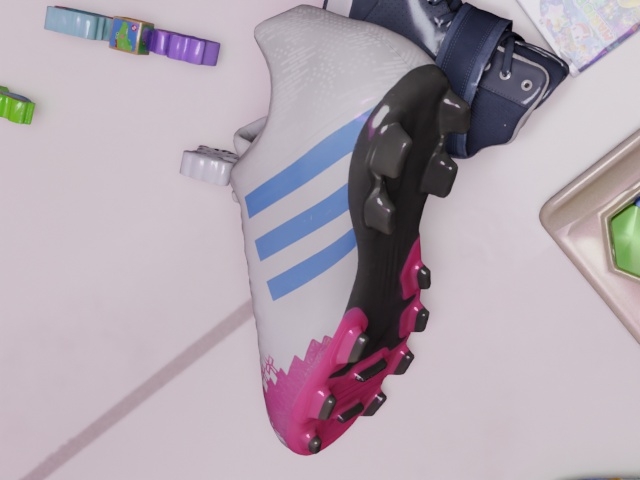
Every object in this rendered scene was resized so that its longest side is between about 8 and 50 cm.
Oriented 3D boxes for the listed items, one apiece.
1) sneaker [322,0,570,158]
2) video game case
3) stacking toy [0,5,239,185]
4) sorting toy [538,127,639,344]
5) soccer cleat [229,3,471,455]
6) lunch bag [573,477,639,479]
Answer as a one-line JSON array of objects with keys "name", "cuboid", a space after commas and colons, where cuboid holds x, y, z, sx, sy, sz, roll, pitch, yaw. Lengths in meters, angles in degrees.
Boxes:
[{"name": "sneaker", "cuboid": [0.086, -0.162, 0.621, 0.163, 0.086, 0.226, 19, 116, 19]}, {"name": "video game case", "cuboid": [0.190, -0.177, 0.642, 0.122, 0.011, 0.087, -37, 93, 17]}, {"name": "stacking toy", "cuboid": [-0.134, -0.147, 0.702, 0.221, 0.052, 0.167, 17, 104, 10]}, {"name": "sorting toy", "cuboid": [0.280, 0.003, 0.648, 0.193, 0.038, 0.208, -40, 92, 17]}, {"name": "soccer cleat", "cuboid": [0.000, 0.000, 0.654, 0.143, 0.116, 0.331, 37, 136, 28]}, {"name": "lunch bag", "cuboid": [0.244, 0.308, 0.688, 0.224, 0.108, 0.279, -3, 102, 13]}]
